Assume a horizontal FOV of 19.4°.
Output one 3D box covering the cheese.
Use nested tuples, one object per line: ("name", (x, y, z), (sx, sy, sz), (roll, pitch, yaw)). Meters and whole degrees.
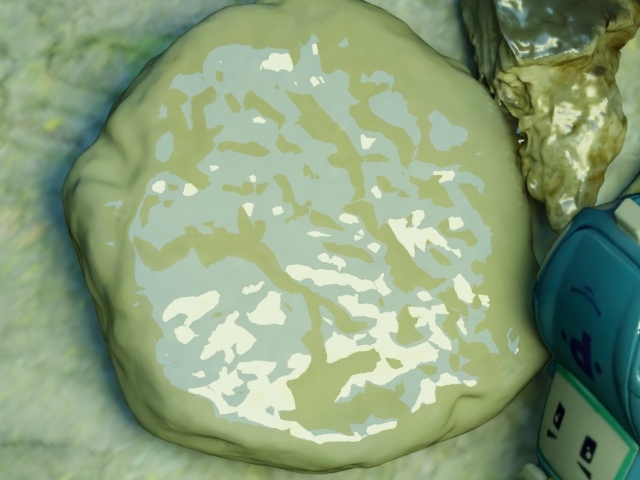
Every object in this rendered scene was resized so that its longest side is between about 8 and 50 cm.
("cheese", (0.000, 0.000, 1.204), (0.326, 0.115, 0.318), (26, 76, -5))

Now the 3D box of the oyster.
("oyster", (0.154, -0.177, 1.263), (0.166, 0.110, 0.341), (11, 64, -13))

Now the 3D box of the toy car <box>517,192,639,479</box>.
("toy car", (0.203, 0.119, 1.123), (0.166, 0.198, 0.314), (-29, 124, -8))

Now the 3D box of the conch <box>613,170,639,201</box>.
("conch", (0.285, -0.063, 1.259), (0.114, 0.137, 0.234), (24, 86, -32))
